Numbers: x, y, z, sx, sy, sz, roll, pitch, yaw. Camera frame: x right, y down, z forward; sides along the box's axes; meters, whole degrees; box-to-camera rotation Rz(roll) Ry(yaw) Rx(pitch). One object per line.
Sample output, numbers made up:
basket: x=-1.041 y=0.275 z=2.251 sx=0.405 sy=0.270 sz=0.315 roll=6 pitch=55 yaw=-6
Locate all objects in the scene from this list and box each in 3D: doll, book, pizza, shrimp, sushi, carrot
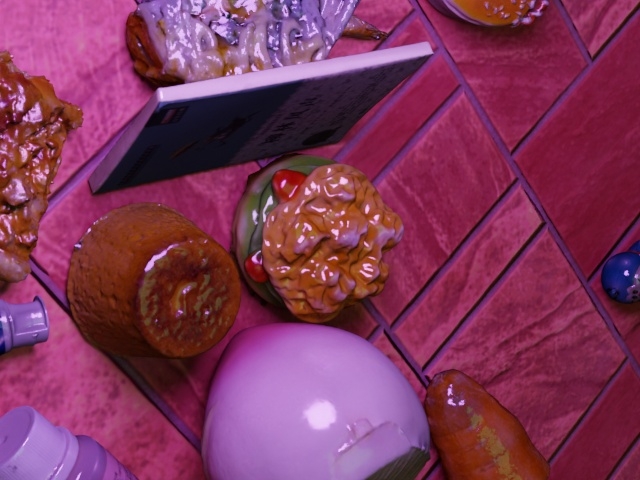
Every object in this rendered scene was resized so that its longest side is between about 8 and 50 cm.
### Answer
doll: x=0.529 y=0.050 z=1.945 sx=0.152 sy=0.085 sz=0.114 roll=-39 pitch=136 yaw=-35
book: x=-0.075 y=-0.150 z=1.404 sx=0.379 sy=0.264 sz=0.031 roll=-16 pitch=78 yaw=-31
pizza: x=-0.371 y=-0.118 z=1.300 sx=0.226 sy=0.086 sz=0.335 roll=-26 pitch=110 yaw=-27
shrimp: x=0.048 y=-0.318 z=1.591 sx=0.127 sy=0.025 sz=0.091 roll=20 pitch=85 yaw=-32
sushi: x=-0.097 y=-0.268 z=1.415 sx=0.274 sy=0.139 sz=0.184 roll=0 pitch=90 yaw=-23
carrot: x=0.229 y=0.296 z=1.756 sx=0.159 sy=0.159 sz=0.225 roll=-38 pitch=103 yaw=-24

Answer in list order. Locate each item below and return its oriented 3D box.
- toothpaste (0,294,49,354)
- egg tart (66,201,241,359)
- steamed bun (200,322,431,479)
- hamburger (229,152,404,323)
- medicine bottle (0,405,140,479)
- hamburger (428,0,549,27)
toothpaste: x=-0.445 y=0.114 z=1.307 sx=0.266 sy=0.061 sz=0.096 roll=-10 pitch=104 yaw=-27
egg tart: x=-0.195 y=0.056 z=1.408 sx=0.202 sy=0.147 sz=0.202 roll=-5 pitch=99 yaw=-32
steamed bun: x=-0.027 y=0.232 z=1.495 sx=0.309 sy=0.309 sz=0.309 roll=-6 pitch=101 yaw=-34
hamburger: x=0.000 y=0.000 z=1.524 sx=0.237 sy=0.149 sz=0.237 roll=-11 pitch=109 yaw=-33
medicine bottle: x=-0.297 y=0.311 z=1.380 sx=0.147 sy=0.147 sz=0.247 roll=-50 pitch=120 yaw=-18
hamburger: x=0.249 y=-0.449 z=1.638 sx=0.227 sy=0.151 sz=0.295 roll=15 pitch=90 yaw=-32
